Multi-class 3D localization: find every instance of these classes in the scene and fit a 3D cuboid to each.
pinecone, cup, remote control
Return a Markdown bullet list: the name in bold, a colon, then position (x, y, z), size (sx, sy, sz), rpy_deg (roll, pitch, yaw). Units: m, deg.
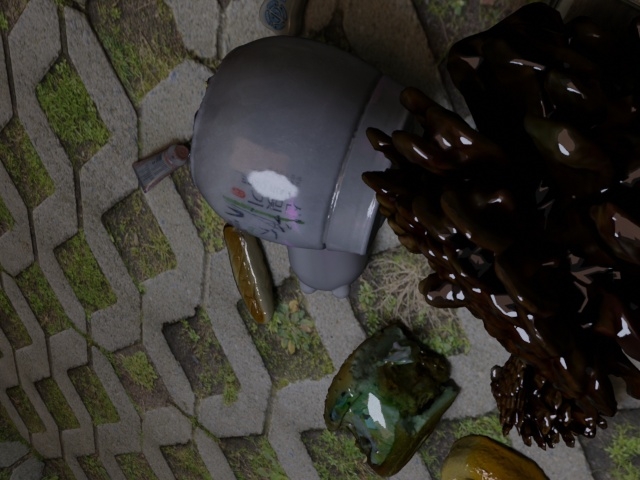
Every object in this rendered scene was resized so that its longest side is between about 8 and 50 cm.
- **pinecone**: position (0.321, 0.212, 0.905), size (0.173, 0.173, 0.174), rpy_deg (21, 127, 30)
- **cup**: position (-0.004, 0.006, 1.063), size (0.173, 0.134, 0.142), rpy_deg (16, 127, 32)
- **pinecone**: position (0.253, -0.034, 0.630), size (0.397, 0.397, 0.398), rpy_deg (21, 127, 30)
- **remote control**: position (-0.049, -0.357, 0.952), size (0.074, 0.032, 0.122), rpy_deg (39, 135, 15)

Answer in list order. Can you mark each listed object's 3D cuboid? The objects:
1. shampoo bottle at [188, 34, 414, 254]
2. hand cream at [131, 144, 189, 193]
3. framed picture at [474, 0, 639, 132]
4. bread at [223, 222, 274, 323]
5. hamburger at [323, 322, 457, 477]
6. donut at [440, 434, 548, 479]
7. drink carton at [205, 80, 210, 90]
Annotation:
- **shampoo bottle**: position (-0.015, -0.124, 0.877), size (0.266, 0.273, 0.273), rpy_deg (20, 129, 8)
- **hand cream**: position (-0.325, -0.148, 1.315), size (0.209, 0.043, 0.067), rpy_deg (-15, 103, 50)
- **framed picture**: position (0.314, -0.161, 0.772), size (0.217, 0.017, 0.274), rpy_deg (36, 133, 18)
- **bread**: position (-0.134, 0.059, 1.264), size (0.073, 0.053, 0.215), rpy_deg (-4, 110, 37)
- **hamburger**: position (0.102, 0.288, 1.116), size (0.167, 0.192, 0.288), rpy_deg (43, 136, 26)
- **donut**: position (0.291, 0.426, 1.107), size (0.190, 0.074, 0.174), rpy_deg (39, 134, 17)
- **drink carton**: position (-0.152, -0.194, 1.123), size (0.071, 0.056, 0.166), rpy_deg (15, 124, 30)
